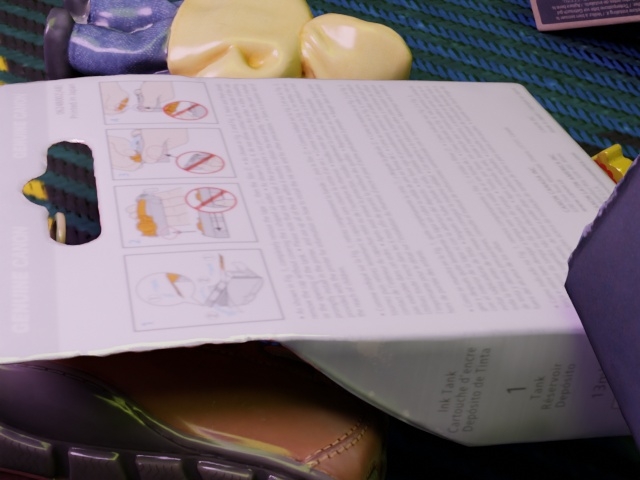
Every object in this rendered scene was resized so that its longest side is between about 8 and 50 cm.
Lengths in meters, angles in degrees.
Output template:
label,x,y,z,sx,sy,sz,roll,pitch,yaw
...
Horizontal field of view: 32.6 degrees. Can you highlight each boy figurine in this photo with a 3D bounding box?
label,x,y,z,sx,sy,sz,roll,pitch,yaw
boy figurine,-0.069,-0.157,0.883,0.285,0.092,0.177,6,44,-1

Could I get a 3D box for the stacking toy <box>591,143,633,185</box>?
label,x,y,z,sx,sy,sz,roll,pitch,yaw
stacking toy,0.330,-0.021,0.818,0.167,0.052,0.221,-25,54,-26

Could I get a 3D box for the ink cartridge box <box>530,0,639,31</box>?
label,x,y,z,sx,sy,sz,roll,pitch,yaw
ink cartridge box,0.328,-0.271,0.985,0.235,0.088,0.193,-31,23,-31

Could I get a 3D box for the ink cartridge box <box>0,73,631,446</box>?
label,x,y,z,sx,sy,sz,roll,pitch,yaw
ink cartridge box,0.000,0.000,0.667,0.385,0.091,0.308,-3,33,-14

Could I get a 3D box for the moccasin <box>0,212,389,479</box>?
label,x,y,z,sx,sy,sz,roll,pitch,yaw
moccasin,-0.148,0.074,0.607,0.380,0.139,0.147,9,29,7

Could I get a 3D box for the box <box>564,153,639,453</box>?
label,x,y,z,sx,sy,sz,roll,pitch,yaw
box,0.423,0.106,0.389,0.472,0.297,0.480,-8,58,-16
